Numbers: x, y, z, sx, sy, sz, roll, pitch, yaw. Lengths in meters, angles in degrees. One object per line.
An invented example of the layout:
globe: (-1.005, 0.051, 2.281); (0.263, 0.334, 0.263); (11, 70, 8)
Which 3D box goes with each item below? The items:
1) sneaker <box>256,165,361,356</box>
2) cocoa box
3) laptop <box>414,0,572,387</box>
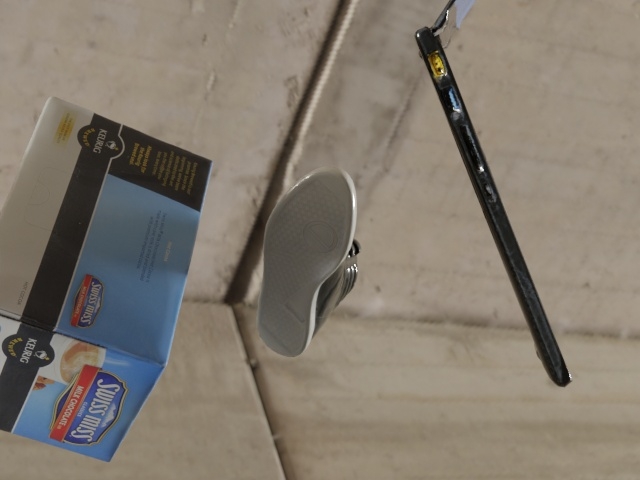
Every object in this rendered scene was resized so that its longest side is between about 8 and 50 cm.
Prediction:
sneaker: (0.000, 0.000, 1.379); (0.104, 0.147, 0.296); (25, -49, 11)
cocoa box: (-0.293, 0.045, 1.332); (0.227, 0.347, 0.231); (21, -46, -14)
laptop: (0.209, -0.151, 0.886); (0.236, 0.382, 0.408); (-21, -85, 10)
